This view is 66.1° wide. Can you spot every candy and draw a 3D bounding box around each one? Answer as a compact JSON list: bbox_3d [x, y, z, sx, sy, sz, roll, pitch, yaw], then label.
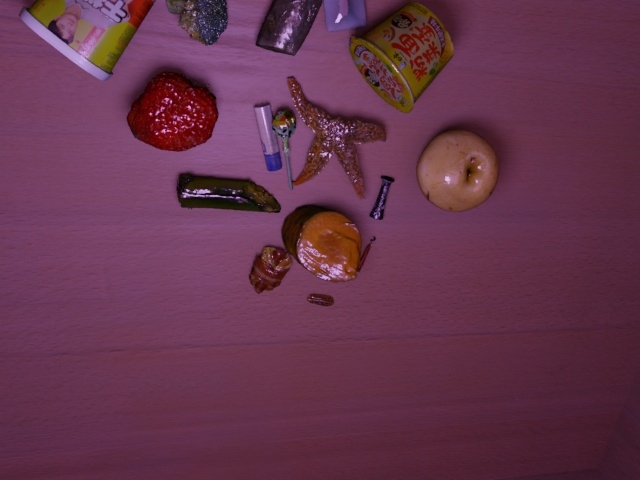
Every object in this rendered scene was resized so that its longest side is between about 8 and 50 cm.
[{"bbox_3d":[-0.115,-0.317,1.757,0.091,0.083,0.306,-36,135,-35],"label":"candy"},{"bbox_3d":[0.077,-0.778,1.597,0.138,0.071,0.174,-11,117,-6],"label":"candy"}]

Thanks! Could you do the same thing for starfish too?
[{"bbox_3d":[0.051,-0.354,1.768,0.397,0.132,0.384,6,117,-10],"label":"starfish"}]

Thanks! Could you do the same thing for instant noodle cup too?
[{"bbox_3d":[-0.640,-0.668,1.415,0.294,0.294,0.308,38,96,-24],"label":"instant noodle cup"},{"bbox_3d":[0.271,-0.610,1.609,0.221,0.311,0.311,-43,115,-2],"label":"instant noodle cup"}]

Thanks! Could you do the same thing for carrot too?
[{"bbox_3d":[0.000,0.000,1.822,0.241,0.340,0.242,-6,106,-23],"label":"carrot"}]

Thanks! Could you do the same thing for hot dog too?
[{"bbox_3d":[0.002,0.254,2.079,0.122,0.037,0.049,8,109,-16],"label":"hot dog"},{"bbox_3d":[-0.200,0.121,1.941,0.146,0.103,0.213,19,111,-19],"label":"hot dog"}]

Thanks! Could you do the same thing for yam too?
[{"bbox_3d":[-0.094,-0.710,1.558,0.153,0.154,0.255,21,107,-19],"label":"yam"}]

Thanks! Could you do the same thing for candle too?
[{"bbox_3d":[0.185,0.056,2.032,0.026,0.021,0.167,17,110,-19],"label":"candle"}]

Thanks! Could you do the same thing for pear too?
[{"bbox_3d":[0.496,-0.256,1.807,0.309,0.309,0.309,-4,115,-9],"label":"pear"}]

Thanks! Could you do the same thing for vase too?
[{"bbox_3d":[0.240,-0.166,1.920,0.059,0.059,0.167,9,112,-15],"label":"vase"}]

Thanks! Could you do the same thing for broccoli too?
[{"bbox_3d":[-0.383,-0.712,1.516,0.194,0.194,0.220,-9,139,-7],"label":"broccoli"}]

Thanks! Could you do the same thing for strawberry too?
[{"bbox_3d":[-0.476,-0.392,1.555,0.277,0.257,0.257,-39,126,-41],"label":"strawberry"}]

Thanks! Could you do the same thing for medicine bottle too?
[{"bbox_3d":[-0.184,-0.363,1.744,0.059,0.059,0.231,-12,116,-5],"label":"medicine bottle"}]

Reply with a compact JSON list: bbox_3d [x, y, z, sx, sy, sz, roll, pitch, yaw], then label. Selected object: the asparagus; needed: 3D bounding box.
[{"bbox_3d":[-0.324,-0.165,1.785,0.381,0.108,0.129,3,112,-15],"label":"asparagus"}]
